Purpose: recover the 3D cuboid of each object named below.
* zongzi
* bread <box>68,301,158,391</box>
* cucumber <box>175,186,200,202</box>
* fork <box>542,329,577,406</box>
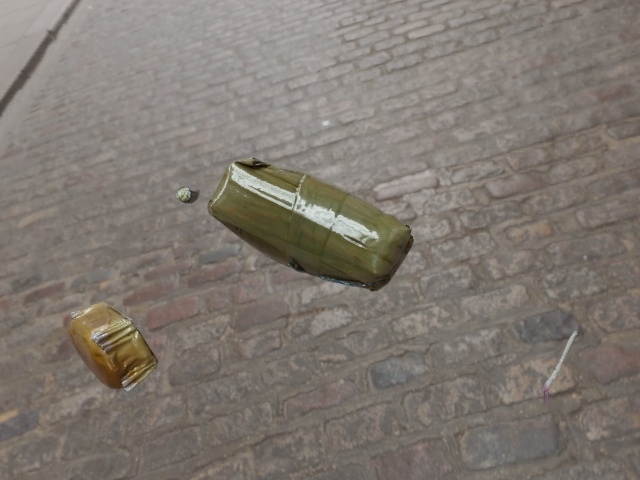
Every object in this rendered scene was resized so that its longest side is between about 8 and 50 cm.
[{"bbox_3d":[0.000,0.000,0.710,0.228,0.256,0.115,24,79,13],"label":"zongzi"},{"bbox_3d":[-0.429,0.211,1.126,0.107,0.136,0.241,-34,24,-29],"label":"bread"},{"bbox_3d":[-0.268,-0.091,1.137,0.033,0.034,0.135,-11,3,-1],"label":"cucumber"},{"bbox_3d":[0.330,0.175,0.768,0.012,0.016,0.115,29,81,-6],"label":"fork"}]
